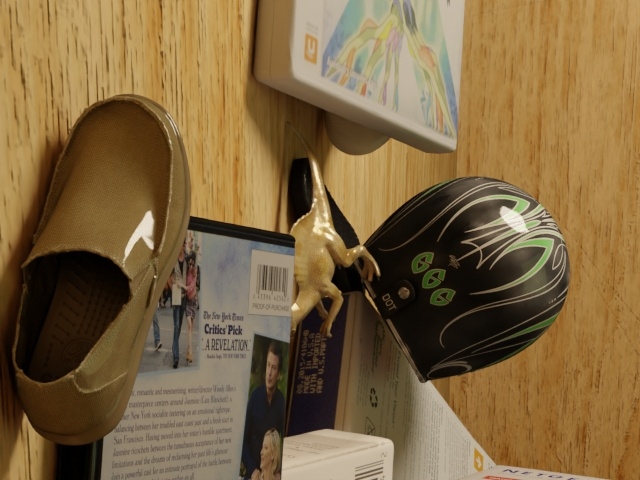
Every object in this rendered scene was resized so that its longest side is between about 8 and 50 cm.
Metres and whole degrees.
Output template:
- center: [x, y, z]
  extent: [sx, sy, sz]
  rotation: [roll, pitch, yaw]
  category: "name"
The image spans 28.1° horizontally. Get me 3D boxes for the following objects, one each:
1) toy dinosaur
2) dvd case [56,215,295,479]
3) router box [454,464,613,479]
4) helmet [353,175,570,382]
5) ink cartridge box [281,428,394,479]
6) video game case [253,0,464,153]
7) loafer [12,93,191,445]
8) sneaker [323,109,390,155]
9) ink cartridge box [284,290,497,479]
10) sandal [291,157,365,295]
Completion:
- center: [0.002, 0.005, 0.965]
  extent: [0.093, 0.053, 0.183]
  rotation: [35, 57, -50]
  category: "toy dinosaur"
- center: [-0.067, 0.114, 0.614]
  extent: [0.180, 0.022, 0.253]
  rotation: [11, 82, -64]
  category: "dvd case"
- center: [0.184, 0.210, 0.728]
  extent: [0.301, 0.335, 0.082]
  rotation: [-1, 92, -55]
  category: "router box"
- center: [0.123, 0.026, 1.043]
  extent: [0.169, 0.162, 0.169]
  rotation: [60, 2, -3]
  category: "helmet"
- center: [-0.054, 0.275, 0.744]
  extent: [0.261, 0.066, 0.296]
  rotation: [-1, 94, -55]
  category: "ink cartridge box"
- center: [0.047, -0.240, 1.010]
  extent: [0.329, 0.036, 0.299]
  rotation: [12, 81, -64]
  category: "video game case"
- center: [-0.086, 0.005, 0.503]
  extent: [0.050, 0.056, 0.148]
  rotation: [84, 12, -70]
  category: "loafer"
- center: [0.045, -0.137, 1.193]
  extent: [0.094, 0.080, 0.212]
  rotation: [106, -2, -46]
  category: "sneaker"
- center: [0.064, 0.265, 1.084]
  extent: [0.330, 0.071, 0.324]
  rotation: [54, 33, -43]
  category: "ink cartridge box"
- center: [0.000, 0.000, 1.076]
  extent: [0.179, 0.040, 0.067]
  rotation: [62, 23, -43]
  category: "sandal"
